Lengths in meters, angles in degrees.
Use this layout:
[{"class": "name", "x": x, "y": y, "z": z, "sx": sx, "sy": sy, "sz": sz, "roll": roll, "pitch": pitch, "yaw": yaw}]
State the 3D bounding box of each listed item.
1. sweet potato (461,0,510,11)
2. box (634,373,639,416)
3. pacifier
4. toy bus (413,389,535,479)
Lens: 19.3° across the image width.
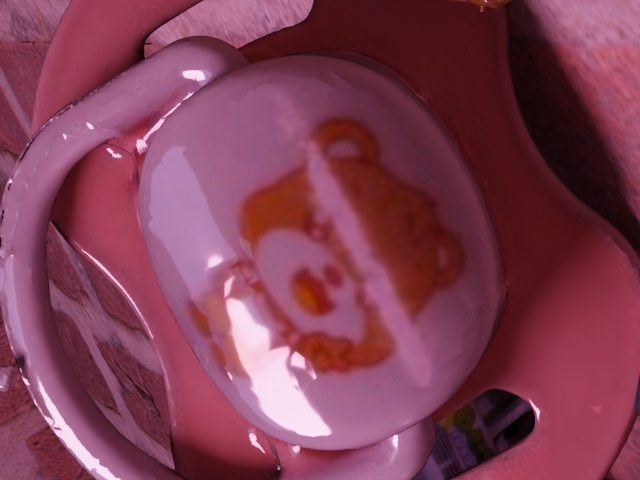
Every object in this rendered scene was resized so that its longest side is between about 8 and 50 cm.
[{"class": "sweet potato", "x": -0.012, "y": -0.189, "z": 0.760, "sx": 0.337, "sy": 0.131, "sz": 0.131, "roll": 43, "pitch": 157, "yaw": 46}, {"class": "box", "x": 0.173, "y": 0.072, "z": 0.763, "sx": 0.099, "sy": 0.054, "sz": 0.074, "roll": 52, "pitch": 161, "yaw": 29}, {"class": "pacifier", "x": 0.010, "y": -0.004, "z": 0.871, "sx": 0.220, "sy": 0.273, "sz": 0.332, "roll": -26, "pitch": 92, "yaw": 48}, {"class": "toy bus", "x": 0.024, "y": 0.092, "z": 1.111, "sx": 0.109, "sy": 0.136, "sz": 0.330, "roll": 66, "pitch": 164, "yaw": -14}]
